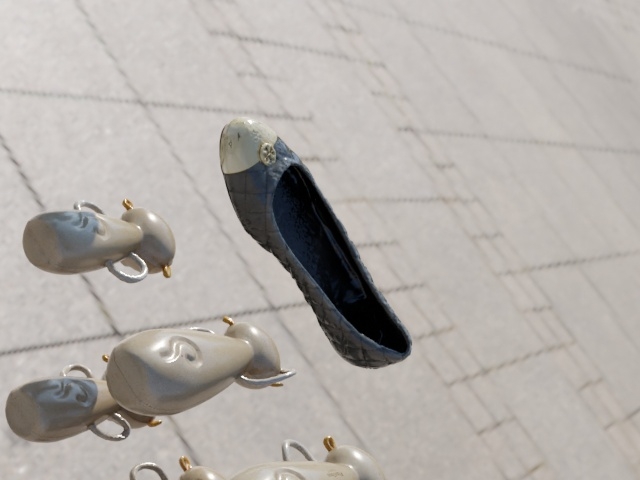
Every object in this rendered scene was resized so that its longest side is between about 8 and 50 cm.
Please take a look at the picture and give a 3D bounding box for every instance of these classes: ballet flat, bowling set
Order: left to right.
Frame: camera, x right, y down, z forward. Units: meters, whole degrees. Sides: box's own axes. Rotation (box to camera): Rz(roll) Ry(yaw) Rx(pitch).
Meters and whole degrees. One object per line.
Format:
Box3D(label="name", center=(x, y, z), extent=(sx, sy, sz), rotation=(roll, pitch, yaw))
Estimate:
Box3D(label="bowling set", center=(-0.117, 0.125, 0.913), extent=(0.287, 0.200, 0.154), rotation=(54, 26, 19))
Box3D(label="ballet flat", center=(0.000, 0.000, 0.786), extent=(0.057, 0.049, 0.173), rotation=(-49, 115, -34))
